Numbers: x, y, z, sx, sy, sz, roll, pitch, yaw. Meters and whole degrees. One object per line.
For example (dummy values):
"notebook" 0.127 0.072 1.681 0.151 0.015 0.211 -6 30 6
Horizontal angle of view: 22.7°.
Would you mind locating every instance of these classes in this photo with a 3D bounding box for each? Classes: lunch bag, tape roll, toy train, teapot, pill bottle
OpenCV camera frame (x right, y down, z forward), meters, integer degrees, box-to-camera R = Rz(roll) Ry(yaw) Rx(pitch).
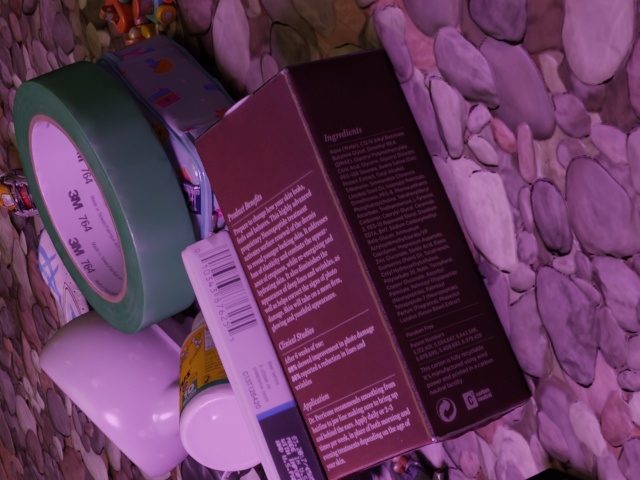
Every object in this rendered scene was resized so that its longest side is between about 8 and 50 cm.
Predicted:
"lunch bag" -0.167 -0.090 1.893 0.279 0.108 0.224 48 146 37
"tape roll" -0.256 -0.050 1.884 0.321 0.077 0.321 45 149 38
"toy train" -0.231 -0.288 1.962 0.125 0.046 0.166 64 150 13
"teapot" -0.231 0.169 2.086 0.256 0.187 0.252 43 170 11
"pill bottle" -0.107 0.162 1.863 0.208 0.118 0.117 -98 8 -58

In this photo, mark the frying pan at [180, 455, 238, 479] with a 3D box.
"frying pan" -0.110 0.324 2.100 0.197 0.053 0.326 67 153 7

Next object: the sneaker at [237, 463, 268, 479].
"sneaker" -0.049 0.276 1.861 0.276 0.098 0.135 -144 50 -77

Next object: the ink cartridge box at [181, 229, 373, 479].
"ink cartridge box" -0.031 0.148 1.753 0.303 0.072 0.307 67 -168 9

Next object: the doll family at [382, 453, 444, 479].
"doll family" 0.099 0.325 1.723 0.111 0.076 0.193 39 142 38

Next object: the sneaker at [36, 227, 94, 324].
"sneaker" -0.348 0.080 2.341 0.086 0.085 0.237 -29 76 34

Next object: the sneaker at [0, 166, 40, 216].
"sneaker" -0.417 -0.062 2.351 0.225 0.093 0.088 9 113 57

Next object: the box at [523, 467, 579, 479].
"box" 0.225 0.258 1.487 0.083 0.052 0.062 17 121 54

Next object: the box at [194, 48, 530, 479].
"box" 0.034 0.026 1.577 0.191 0.143 0.381 -31 80 52
